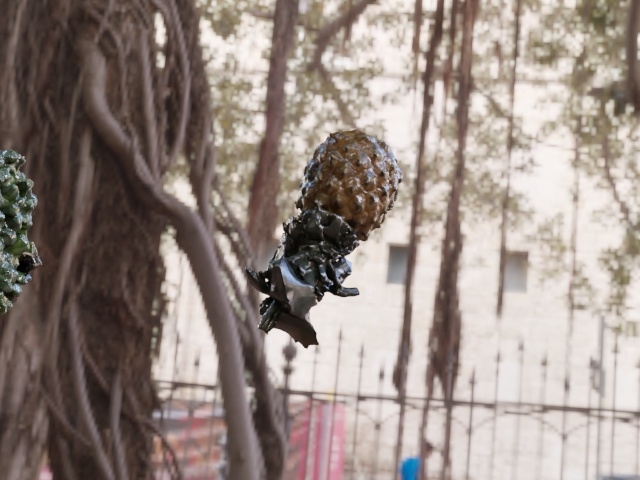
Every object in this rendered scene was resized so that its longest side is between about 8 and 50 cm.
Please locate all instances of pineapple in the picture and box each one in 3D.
[{"bbox_3d":[0.000,0.000,1.112,0.119,0.237,0.111,30,-27,-11],"label":"pineapple"}]

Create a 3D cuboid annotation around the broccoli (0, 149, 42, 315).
[{"bbox_3d":[-0.397,0.013,0.911,0.245,0.248,0.288,14,11,31],"label":"broccoli"}]
